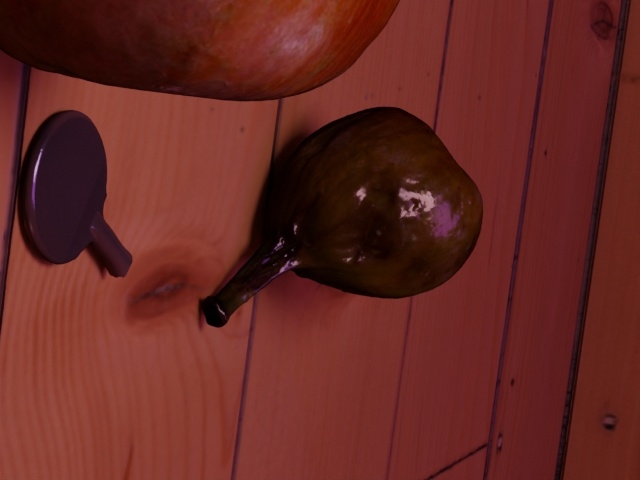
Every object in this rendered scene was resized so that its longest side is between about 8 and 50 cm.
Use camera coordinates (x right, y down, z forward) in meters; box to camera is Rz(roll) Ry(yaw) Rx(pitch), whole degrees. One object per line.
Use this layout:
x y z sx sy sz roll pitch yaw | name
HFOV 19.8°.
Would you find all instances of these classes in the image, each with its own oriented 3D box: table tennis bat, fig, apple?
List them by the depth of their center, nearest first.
-0.081 -0.219 1.093 0.301 0.301 0.301 9 90 -71 | apple
-0.127 -0.017 1.306 0.170 0.119 0.107 63 41 -57 | table tennis bat
0.019 -0.021 1.655 0.290 0.190 0.191 -13 111 -55 | fig
